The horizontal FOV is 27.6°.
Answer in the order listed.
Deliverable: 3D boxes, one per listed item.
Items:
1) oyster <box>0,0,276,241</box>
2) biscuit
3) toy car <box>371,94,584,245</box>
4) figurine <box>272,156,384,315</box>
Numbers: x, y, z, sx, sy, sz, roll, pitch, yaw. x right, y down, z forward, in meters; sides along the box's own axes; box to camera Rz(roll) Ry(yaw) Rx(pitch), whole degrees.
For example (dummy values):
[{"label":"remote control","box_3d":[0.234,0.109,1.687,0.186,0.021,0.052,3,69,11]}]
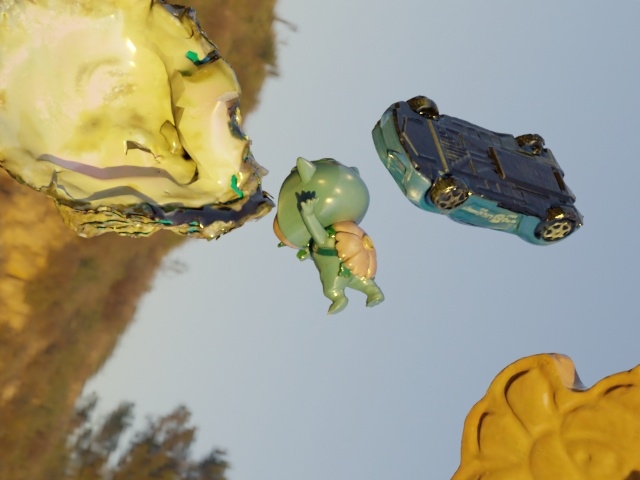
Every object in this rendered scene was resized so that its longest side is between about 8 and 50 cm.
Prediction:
[{"label":"oyster","box_3d":[-0.144,-0.099,0.975,0.198,0.260,0.092,-62,177,-22]},{"label":"biscuit","box_3d":[0.274,0.269,1.321,0.312,0.057,0.351,19,-77,32]},{"label":"toy car","box_3d":[0.126,-0.051,1.067,0.063,0.216,0.103,-47,-136,37]},{"label":"figurine","box_3d":[0.002,0.001,1.450,0.144,0.114,0.178,-43,-121,48]}]
